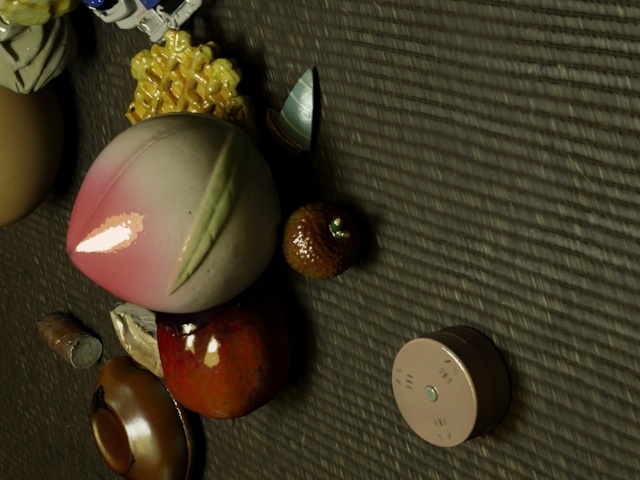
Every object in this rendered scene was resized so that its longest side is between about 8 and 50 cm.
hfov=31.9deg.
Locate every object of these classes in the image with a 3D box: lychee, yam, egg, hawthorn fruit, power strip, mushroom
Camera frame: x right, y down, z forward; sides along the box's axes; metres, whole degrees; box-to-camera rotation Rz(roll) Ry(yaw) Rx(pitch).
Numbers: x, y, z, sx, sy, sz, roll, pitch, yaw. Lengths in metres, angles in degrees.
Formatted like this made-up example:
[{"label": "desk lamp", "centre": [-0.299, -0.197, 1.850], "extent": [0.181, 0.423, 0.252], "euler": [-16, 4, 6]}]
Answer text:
[{"label": "lychee", "centre": [0.000, 0.000, 1.596], "extent": [0.146, 0.114, 0.114], "euler": [-26, 81, 55]}, {"label": "yam", "centre": [-0.512, 0.200, 2.273], "extent": [0.141, 0.079, 0.079], "euler": [29, 122, 41]}, {"label": "egg", "centre": [-0.638, -0.211, 2.126], "extent": [0.301, 0.301, 0.373], "euler": [15, 124, 46]}, {"label": "hawthorn fruit", "centre": [-0.149, 0.185, 1.757], "extent": [0.215, 0.215, 0.249], "euler": [16, 111, 46]}, {"label": "power strip", "centre": [0.172, 0.195, 1.484], "extent": [0.154, 0.078, 0.154], "euler": [16, 112, 45]}, {"label": "mushroom", "centre": [-0.307, 0.187, 2.037], "extent": [0.210, 0.072, 0.094], "euler": [28, 120, 45]}]

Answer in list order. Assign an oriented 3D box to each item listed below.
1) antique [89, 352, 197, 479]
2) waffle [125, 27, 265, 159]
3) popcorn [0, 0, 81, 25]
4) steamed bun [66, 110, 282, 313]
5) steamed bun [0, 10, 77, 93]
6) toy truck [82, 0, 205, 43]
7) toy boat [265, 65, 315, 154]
[{"label": "antique", "centre": [-0.334, 0.344, 2.072], "extent": [0.278, 0.129, 0.223], "euler": [59, 139, 22]}, {"label": "waffle", "centre": [-0.202, -0.181, 1.793], "extent": [0.302, 0.068, 0.324], "euler": [9, 116, 46]}, {"label": "popcorn", "centre": [-0.493, -0.529, 1.821], "extent": [0.294, 0.292, 0.334], "euler": [-36, 53, 21]}, {"label": "steamed bun", "centre": [-0.231, -0.029, 1.614], "extent": [0.309, 0.309, 0.309], "euler": [17, 114, 45]}, {"label": "steamed bun", "centre": [-0.535, -0.377, 1.970], "extent": [0.218, 0.211, 0.144], "euler": [27, 144, -9]}, {"label": "toy truck", "centre": [-0.262, -0.407, 1.774], "extent": [0.177, 0.161, 0.213], "euler": [51, 139, -7]}, {"label": "toy boat", "centre": [-0.031, -0.192, 1.638], "extent": [0.096, 0.034, 0.122], "euler": [50, 132, 20]}]
